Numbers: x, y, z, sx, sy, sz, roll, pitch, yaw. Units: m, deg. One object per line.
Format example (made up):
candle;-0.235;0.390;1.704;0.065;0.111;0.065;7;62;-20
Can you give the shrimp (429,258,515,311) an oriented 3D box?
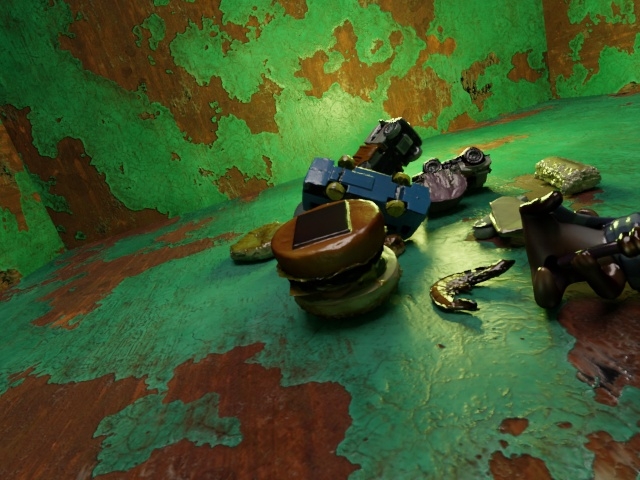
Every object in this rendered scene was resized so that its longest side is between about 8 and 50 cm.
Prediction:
shrimp;0.326;0.097;0.852;0.195;0.035;0.148;-21;14;11

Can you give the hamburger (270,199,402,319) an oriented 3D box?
hamburger;0.042;0.048;0.944;0.290;0.225;0.291;-15;25;7

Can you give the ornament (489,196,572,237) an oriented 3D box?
ornament;0.508;-0.049;1.039;0.180;0.059;0.201;-24;29;-25

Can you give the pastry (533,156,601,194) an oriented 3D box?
pastry;0.786;-0.215;1.319;0.121;0.089;0.258;-2;22;7

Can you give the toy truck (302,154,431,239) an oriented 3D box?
toy truck;0.139;-0.135;1.274;0.384;0.162;0.161;16;51;4

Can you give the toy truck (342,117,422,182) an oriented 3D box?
toy truck;0.200;-0.278;1.571;0.388;0.173;0.207;-53;30;-2

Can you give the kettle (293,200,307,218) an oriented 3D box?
kettle;0.059;-0.061;1.470;0.243;0.160;0.210;9;1;42

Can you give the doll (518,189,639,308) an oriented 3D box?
doll;0.516;-0.003;0.700;0.339;0.209;0.318;-1;26;36

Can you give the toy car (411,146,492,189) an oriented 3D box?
toy car;0.488;-0.234;1.548;0.301;0.118;0.193;-17;-24;3

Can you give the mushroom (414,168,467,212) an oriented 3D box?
mushroom;0.410;-0.159;1.425;0.188;0.117;0.141;-9;43;-5

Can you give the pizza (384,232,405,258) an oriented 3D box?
pizza;0.161;0.033;1.173;0.246;0.058;0.127;-30;22;-30

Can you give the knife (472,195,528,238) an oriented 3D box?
knife;0.522;-0.073;1.192;0.265;0.041;0.073;-29;20;-34

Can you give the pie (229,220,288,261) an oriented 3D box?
pie;-0.220;0.006;1.594;0.306;0.071;0.306;-19;18;6
